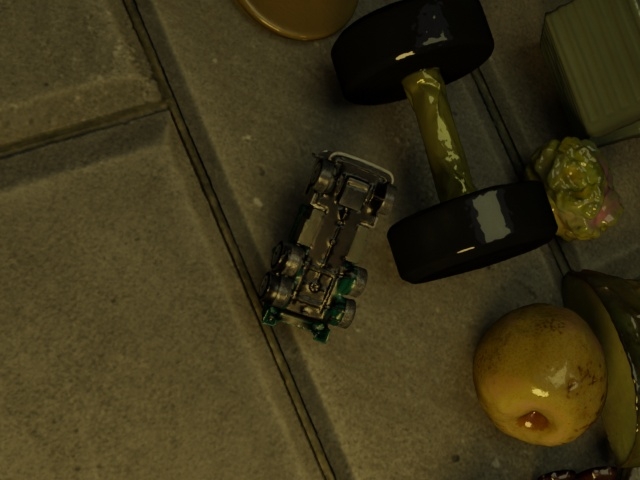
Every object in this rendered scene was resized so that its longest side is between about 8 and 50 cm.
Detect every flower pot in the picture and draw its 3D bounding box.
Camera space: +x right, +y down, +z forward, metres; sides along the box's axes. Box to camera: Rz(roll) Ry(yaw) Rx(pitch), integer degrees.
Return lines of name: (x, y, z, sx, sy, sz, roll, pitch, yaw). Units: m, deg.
flower pot: (0.433, -0.249, 1.399, 0.209, 0.239, 0.190, -20, 84, 7)

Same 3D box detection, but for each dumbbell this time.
dumbbell: (0.150, -0.124, 1.251, 0.203, 0.204, 0.322, -13, 81, -25)

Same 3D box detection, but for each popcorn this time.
popcorn: (0.340, -0.070, 1.360, 0.145, 0.126, 0.126, 43, 57, -13)

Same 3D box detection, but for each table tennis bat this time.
table tennis bat: (-0.066, -0.410, 1.329, 0.198, 0.050, 0.321, -32, 92, -28)

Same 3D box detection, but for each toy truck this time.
toy truck: (0.000, 0.000, 1.182, 0.110, 0.116, 0.216, 19, 97, -17)

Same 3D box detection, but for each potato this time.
potato: (0.482, 0.143, 1.335, 0.255, 0.112, 0.269, -6, 70, -18)

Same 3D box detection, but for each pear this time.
pear: (0.275, 0.162, 1.254, 0.178, 0.178, 0.178, 6, 73, -21)

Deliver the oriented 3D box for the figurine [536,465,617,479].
figurine: (0.370, 0.448, 1.178, 0.218, 0.206, 0.365, 6, 71, -36)

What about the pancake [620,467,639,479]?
pancake: (0.517, 0.352, 1.354, 0.294, 0.049, 0.294, 8, 69, -21)
